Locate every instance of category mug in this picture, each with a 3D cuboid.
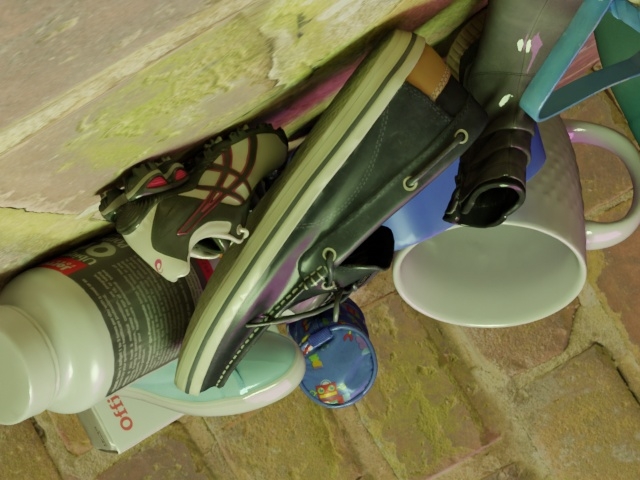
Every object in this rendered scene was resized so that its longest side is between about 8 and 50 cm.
[{"bbox_3d":[0.293,-0.081,2.291,0.374,0.328,0.276,0,145,4],"label":"mug"}]

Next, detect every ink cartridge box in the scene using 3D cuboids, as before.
[{"bbox_3d":[-0.238,0.142,2.302,0.306,0.226,0.131,-29,-174,-22],"label":"ink cartridge box"}]

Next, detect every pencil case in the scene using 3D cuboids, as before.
[{"bbox_3d":[0.013,0.150,2.297,0.119,0.133,0.306,-33,-171,2],"label":"pencil case"}]

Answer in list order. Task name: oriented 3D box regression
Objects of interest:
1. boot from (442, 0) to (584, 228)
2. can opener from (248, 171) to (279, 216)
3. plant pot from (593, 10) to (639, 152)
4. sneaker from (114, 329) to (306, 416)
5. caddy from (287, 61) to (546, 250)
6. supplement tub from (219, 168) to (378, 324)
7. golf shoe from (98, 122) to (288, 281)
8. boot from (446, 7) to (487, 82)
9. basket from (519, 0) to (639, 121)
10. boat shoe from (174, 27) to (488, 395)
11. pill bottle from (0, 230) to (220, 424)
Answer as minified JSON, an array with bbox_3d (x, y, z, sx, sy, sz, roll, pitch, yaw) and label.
[{"bbox_3d":[0.217,-0.150,1.712,0.118,0.222,0.338,9,158,-1],"label":"boot"},{"bbox_3d":[-0.060,-0.032,1.893,0.059,0.186,0.073,-11,146,-19],"label":"can opener"},{"bbox_3d":[0.497,-0.294,2.148,0.272,0.255,0.271,-31,177,-2],"label":"plant pot"},{"bbox_3d":[-0.206,0.139,2.068,0.366,0.135,0.150,2,145,9],"label":"sneaker"},{"bbox_3d":[0.123,-0.130,2.013,0.341,0.179,0.241,-30,-161,-19],"label":"caddy"},{"bbox_3d":[-0.039,0.002,2.198,0.207,0.207,0.338,-32,177,23],"label":"supplement tub"},{"bbox_3d":[-0.117,-0.041,1.665,0.105,0.120,0.273,-36,175,42],"label":"golf shoe"},{"bbox_3d":[0.288,-0.278,1.953,0.248,0.090,0.207,-37,172,26],"label":"boot"},{"bbox_3d":[0.328,-0.253,1.538,0.255,0.201,0.289,-29,159,-44],"label":"basket"},{"bbox_3d":[0.000,0.000,1.715,0.500,0.156,0.187,-52,-169,22],"label":"boat shoe"},{"bbox_3d":[-0.269,0.097,1.832,0.176,0.176,0.318,-34,176,42],"label":"pill bottle"}]
